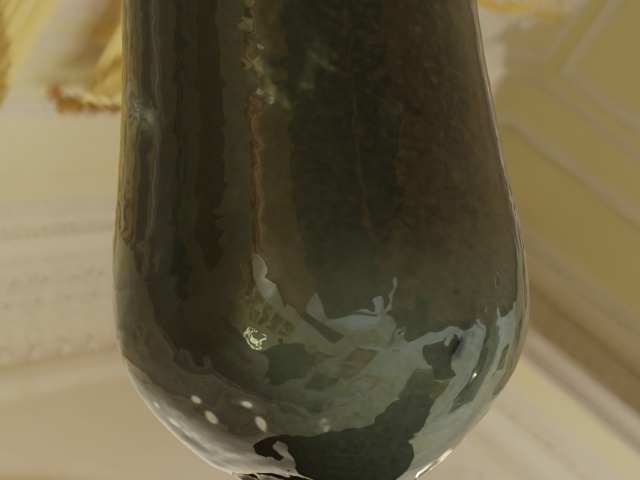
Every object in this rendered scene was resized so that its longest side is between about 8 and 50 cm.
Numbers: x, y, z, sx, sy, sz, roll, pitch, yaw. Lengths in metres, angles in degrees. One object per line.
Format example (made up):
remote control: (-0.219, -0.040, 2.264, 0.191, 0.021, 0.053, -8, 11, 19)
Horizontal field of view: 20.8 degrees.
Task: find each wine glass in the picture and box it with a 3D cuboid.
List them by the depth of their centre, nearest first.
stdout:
wine glass: (0.000, 0.000, 0.423, 0.103, 0.230, 0.103, -3, 180, 0)
